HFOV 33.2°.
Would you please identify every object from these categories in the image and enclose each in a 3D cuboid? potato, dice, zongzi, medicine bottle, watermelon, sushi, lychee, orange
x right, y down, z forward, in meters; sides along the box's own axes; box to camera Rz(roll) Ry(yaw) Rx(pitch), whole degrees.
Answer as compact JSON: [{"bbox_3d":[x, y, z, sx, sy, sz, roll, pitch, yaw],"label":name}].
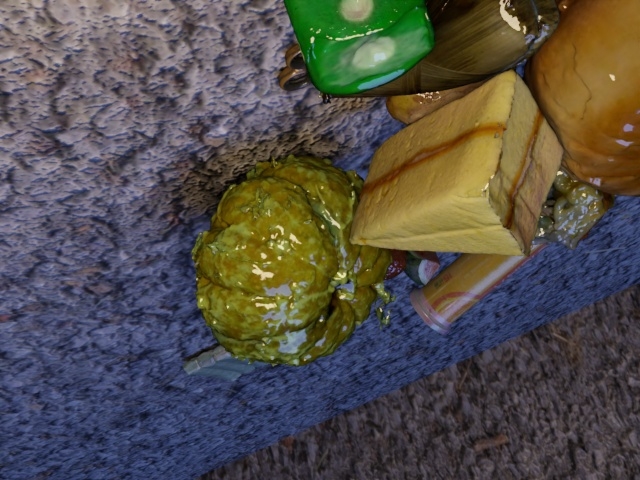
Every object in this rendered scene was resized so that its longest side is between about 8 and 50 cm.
[{"bbox_3d":[0.162,-0.197,1.349,0.171,0.080,0.107,-19,173,17],"label":"potato"},{"bbox_3d":[0.034,-0.226,1.057,0.131,0.120,0.128,-21,164,3],"label":"dice"},{"bbox_3d":[0.117,-0.208,1.140,0.242,0.112,0.221,-21,-175,-4],"label":"zongzi"},{"bbox_3d":[0.356,0.009,2.021,0.426,0.108,0.108,-42,156,21],"label":"medicine bottle"},{"bbox_3d":[0.191,0.044,2.069,0.072,0.084,0.092,-10,140,-7],"label":"watermelon"},{"bbox_3d":[0.311,-0.109,1.595,0.184,0.274,0.139,-29,-171,35],"label":"sushi"},{"bbox_3d":[0.084,0.014,1.855,0.101,0.140,0.114,-37,-165,28],"label":"lychee"},{"bbox_3d":[-0.048,0.034,1.471,0.301,0.223,0.300,-34,129,-38],"label":"orange"}]

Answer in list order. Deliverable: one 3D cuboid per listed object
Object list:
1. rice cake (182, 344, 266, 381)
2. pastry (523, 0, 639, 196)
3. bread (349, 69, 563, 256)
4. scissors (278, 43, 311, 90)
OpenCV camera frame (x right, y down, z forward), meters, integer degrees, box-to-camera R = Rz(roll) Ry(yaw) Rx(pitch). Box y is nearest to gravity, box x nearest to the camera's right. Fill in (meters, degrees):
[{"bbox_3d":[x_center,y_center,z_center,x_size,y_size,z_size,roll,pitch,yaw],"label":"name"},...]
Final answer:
[{"bbox_3d":[-0.200,0.260,2.309,0.124,0.038,0.211,-26,161,11],"label":"rice cake"},{"bbox_3d":[0.442,-0.223,1.318,0.410,0.245,0.409,-12,154,-6],"label":"pastry"},{"bbox_3d":[0.128,-0.086,1.267,0.264,0.167,0.163,1,153,32],"label":"bread"},{"bbox_3d":[0.056,-0.223,1.258,0.220,0.017,0.088,-16,158,-18],"label":"scissors"}]
